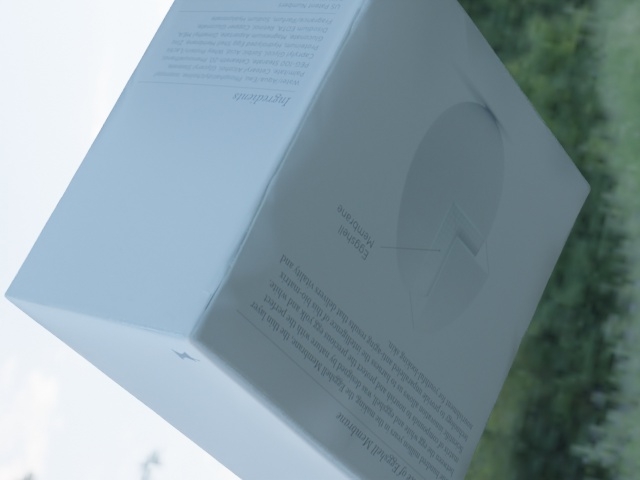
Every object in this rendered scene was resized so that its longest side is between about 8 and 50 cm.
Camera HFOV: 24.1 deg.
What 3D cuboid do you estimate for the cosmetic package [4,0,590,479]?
[{"bbox_3d":[0.000,0.000,0.768,0.224,0.138,0.224,46,-119,-42],"label":"cosmetic package"}]
